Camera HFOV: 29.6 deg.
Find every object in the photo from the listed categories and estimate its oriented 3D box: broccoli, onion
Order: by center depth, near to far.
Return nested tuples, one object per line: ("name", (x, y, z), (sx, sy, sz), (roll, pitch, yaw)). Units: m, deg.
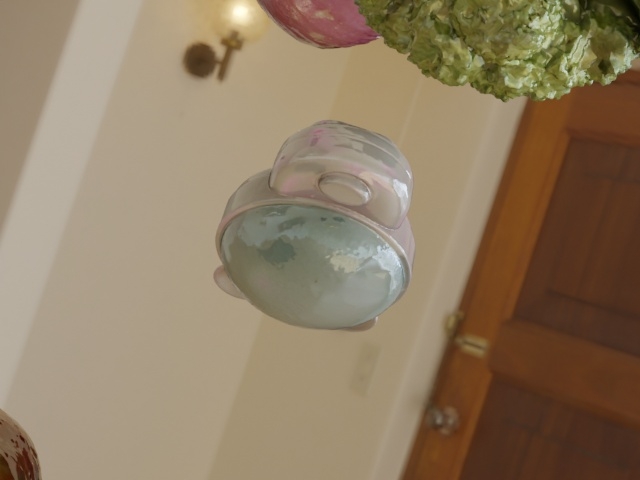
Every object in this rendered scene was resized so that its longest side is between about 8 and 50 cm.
("broccoli", (0.189, -0.221, 0.972), (0.254, 0.186, 0.302), (41, -44, -14))
("onion", (0.032, -0.464, 1.724), (0.345, 0.358, 0.358), (52, -6, -6))

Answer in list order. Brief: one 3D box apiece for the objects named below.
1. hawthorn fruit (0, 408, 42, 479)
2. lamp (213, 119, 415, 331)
("hawthorn fruit", (-0.299, 0.224, 0.835), (0.301, 0.268, 0.268), (-13, 17, -34))
("lamp", (0.000, 0.001, 1.066), (0.179, 0.108, 0.246), (15, -41, -8))
